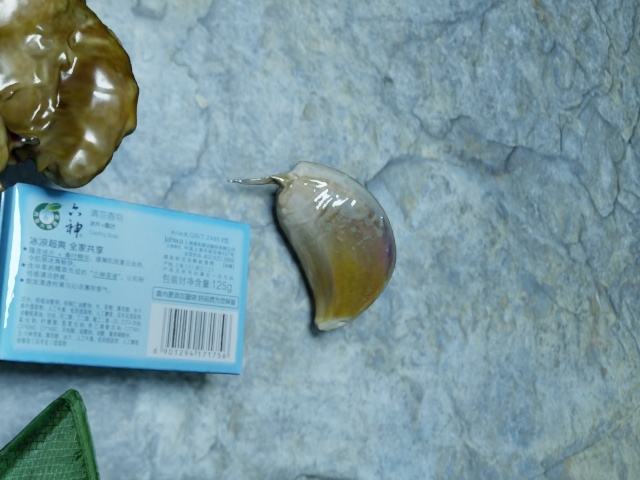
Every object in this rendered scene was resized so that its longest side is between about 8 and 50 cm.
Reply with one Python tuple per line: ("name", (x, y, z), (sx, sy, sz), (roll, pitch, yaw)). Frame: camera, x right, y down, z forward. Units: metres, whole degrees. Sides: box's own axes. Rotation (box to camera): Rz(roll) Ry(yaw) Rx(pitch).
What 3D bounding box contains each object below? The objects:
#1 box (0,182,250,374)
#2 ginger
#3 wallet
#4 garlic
("box", (-0.179, 0.041, 0.821), (0.232, 0.083, 0.143), (9, 80, -36))
("ginger", (-0.298, -0.134, 0.691), (0.357, 0.152, 0.274), (-32, 100, -40))
("wallet", (-0.245, 0.237, 0.693), (0.236, 0.055, 0.160), (-52, 150, -55))
("garlic", (0.003, -0.013, 0.973), (0.128, 0.090, 0.198), (-37, 113, -22))
